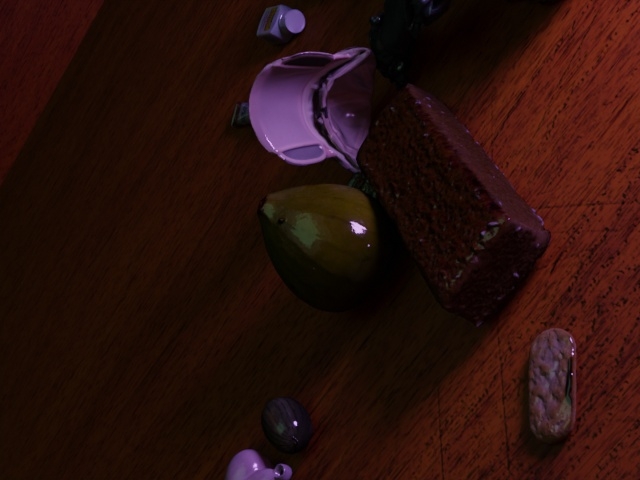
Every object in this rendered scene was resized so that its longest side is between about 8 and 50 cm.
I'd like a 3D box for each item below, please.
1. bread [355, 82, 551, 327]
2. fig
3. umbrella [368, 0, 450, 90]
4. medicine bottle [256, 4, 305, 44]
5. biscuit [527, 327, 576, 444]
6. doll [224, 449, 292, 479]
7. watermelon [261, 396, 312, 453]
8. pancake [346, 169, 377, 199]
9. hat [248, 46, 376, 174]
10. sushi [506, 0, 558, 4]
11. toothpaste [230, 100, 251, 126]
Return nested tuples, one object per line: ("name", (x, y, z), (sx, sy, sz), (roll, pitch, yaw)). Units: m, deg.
("bread", (0.178, -0.069, 1.348), (0.165, 0.113, 0.416), (-52, 34, 20))
("fig", (0.000, 0.000, 1.464), (0.203, 0.225, 0.203), (-61, 8, 16))
("umbrella", (0.151, -0.376, 1.485), (0.349, 0.094, 0.143), (113, 139, -68))
("medicine bottle", (-0.086, -0.480, 2.043), (0.118, 0.055, 0.074), (13, 79, 57))
("biscuit", (0.283, 0.175, 1.125), (0.071, 0.018, 0.147), (-25, 52, 49))
("doll", (-0.166, 0.459, 1.527), (0.365, 0.094, 0.160), (-40, 33, 33))
("watermelon", (-0.053, 0.298, 1.482), (0.078, 0.078, 0.110), (-58, 35, 12))
("pancake", (0.071, -0.083, 1.600), (0.108, 0.017, 0.108), (-38, 38, 37))
("hat", (-0.012, -0.232, 1.577), (0.164, 0.226, 0.219), (-104, 19, -68))
("sushi", (0.285, -0.479, 1.348), (0.170, 0.236, 0.270), (-55, 29, 3))
("toothpaste", (-0.136, -0.276, 2.006), (0.239, 0.039, 0.062), (11, 86, 59))
